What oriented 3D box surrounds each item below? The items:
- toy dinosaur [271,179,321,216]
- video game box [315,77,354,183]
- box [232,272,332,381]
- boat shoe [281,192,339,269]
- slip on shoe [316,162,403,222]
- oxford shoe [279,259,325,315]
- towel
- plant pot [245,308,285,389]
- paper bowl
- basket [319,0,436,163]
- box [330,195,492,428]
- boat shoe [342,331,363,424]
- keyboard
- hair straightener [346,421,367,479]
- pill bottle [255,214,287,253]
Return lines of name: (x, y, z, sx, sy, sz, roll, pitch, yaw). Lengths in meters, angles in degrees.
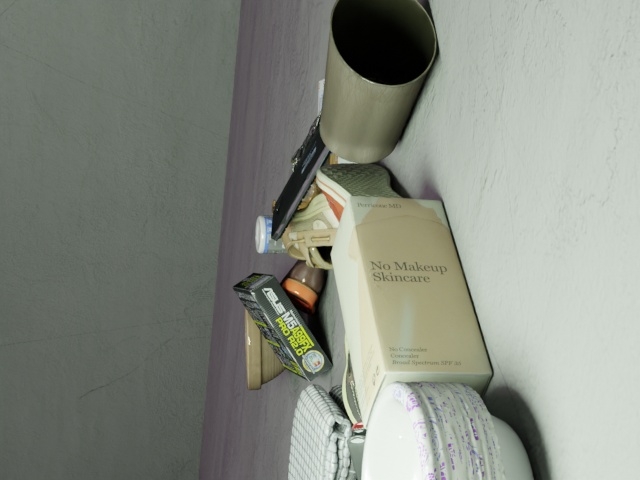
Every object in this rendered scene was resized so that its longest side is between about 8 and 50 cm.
toy dinosaur: (-0.049, -0.034, 2.401, 0.064, 0.112, 0.211, -101, 24, -61)
video game box: (0.032, -0.207, 2.156, 0.187, 0.048, 0.205, -171, 83, -80)
box: (-0.083, 0.171, 2.350, 0.216, 0.060, 0.270, 57, 170, -6)
boat shoe: (0.000, 0.000, 2.099, 0.341, 0.122, 0.110, 137, 134, -71)
slip on shoe: (0.068, -0.047, 1.824, 0.331, 0.123, 0.101, -124, 33, -62)
oxford shoe: (-0.030, 0.089, 2.368, 0.098, 0.097, 0.271, -60, 4, -10)
towel: (0.030, 0.401, 1.935, 0.235, 0.121, 0.283, -151, 65, -74)
plant pot: (-0.114, 0.215, 2.591, 0.237, 0.110, 0.237, 178, 90, -86)
paper bowl: (0.148, 0.303, 1.318, 0.284, 0.148, 0.284, -179, 90, -78)
basket: (0.075, -0.235, 1.735, 0.227, 0.154, 0.204, 103, 164, -56)
box: (0.112, 0.090, 1.525, 0.121, 0.148, 0.311, 105, 161, -44)
boat shoe: (0.076, 0.199, 1.825, 0.073, 0.080, 0.223, 98, 171, -50)
keyboard: (-0.008, -0.156, 2.027, 0.317, 0.033, 0.201, -58, 17, 31)
hair straightener: (0.075, 0.395, 1.748, 0.089, 0.047, 0.230, -53, -43, -66)
pill bottle: (-0.059, -0.011, 2.333, 0.078, 0.137, 0.078, -179, 90, -78)
